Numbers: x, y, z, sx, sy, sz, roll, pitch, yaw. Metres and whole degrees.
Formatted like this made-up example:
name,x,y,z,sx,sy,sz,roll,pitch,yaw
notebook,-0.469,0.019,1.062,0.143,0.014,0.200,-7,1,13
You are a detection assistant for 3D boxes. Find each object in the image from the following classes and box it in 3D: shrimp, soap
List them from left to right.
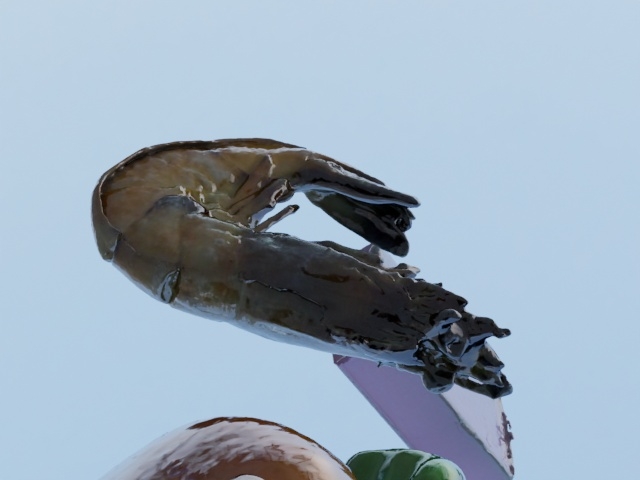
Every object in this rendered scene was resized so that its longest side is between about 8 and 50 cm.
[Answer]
name,x,y,z,sx,sy,sz,roll,pitch,yaw
shrimp,-0.002,0.006,1.210,0.289,0.075,0.178,14,-139,11
soap,0.107,0.146,2.053,0.081,0.259,0.181,-32,-149,16

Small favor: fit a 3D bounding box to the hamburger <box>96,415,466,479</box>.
name,x,y,z,sx,sy,sz,roll,pitch,yaw
hamburger,-0.051,0.283,0.817,0.396,0.277,0.396,-47,-157,27
